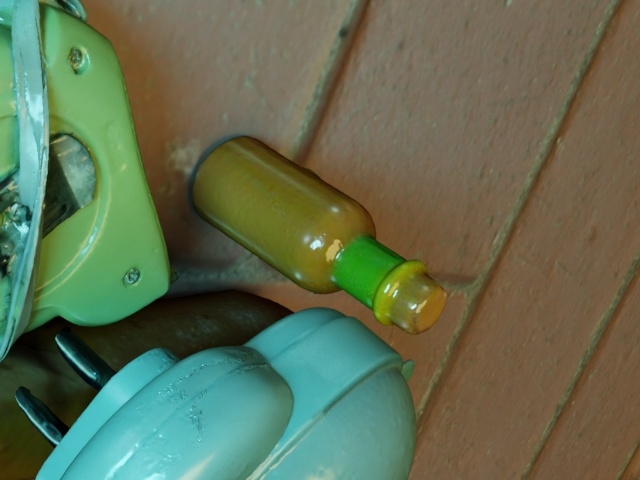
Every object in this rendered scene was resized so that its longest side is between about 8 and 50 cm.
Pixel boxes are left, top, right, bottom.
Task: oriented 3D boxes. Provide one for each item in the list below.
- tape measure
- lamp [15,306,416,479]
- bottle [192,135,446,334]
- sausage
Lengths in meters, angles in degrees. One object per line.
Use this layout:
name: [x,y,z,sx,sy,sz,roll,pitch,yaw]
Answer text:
tape measure: [-0.163,-0.027,0.540,0.175,0.106,0.200,-32,138,-32]
lamp: [-0.044,0.131,0.599,0.209,0.147,0.284,-53,144,5]
bottle: [0.000,0.000,0.680,0.069,0.187,0.069,-31,140,-31]
sausage: [-0.134,0.092,0.673,0.348,0.097,0.094,-6,114,-46]
